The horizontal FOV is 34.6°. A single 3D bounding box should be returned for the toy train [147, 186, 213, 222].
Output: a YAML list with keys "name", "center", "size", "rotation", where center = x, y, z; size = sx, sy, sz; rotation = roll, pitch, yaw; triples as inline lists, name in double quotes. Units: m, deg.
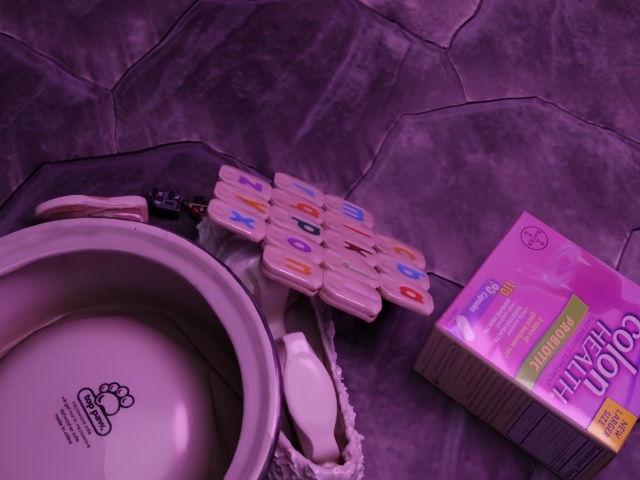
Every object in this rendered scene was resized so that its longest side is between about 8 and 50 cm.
- name: "toy train"
  center: [-0.140, -0.035, 1.294]
  size: [0.158, 0.027, 0.036]
  rotation: [11, 59, -4]

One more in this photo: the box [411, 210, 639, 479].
- name: "box"
  center: [0.273, 0.125, 1.216]
  size: [0.243, 0.117, 0.213]
  rotation: [36, 58, 12]

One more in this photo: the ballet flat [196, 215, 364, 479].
- name: "ballet flat"
  center: [-0.037, 0.107, 1.146]
  size: [0.147, 0.147, 0.408]
  rotation: [-12, 63, -18]

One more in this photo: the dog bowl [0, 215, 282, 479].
- name: "dog bowl"
  center: [-0.234, 0.187, 1.014]
  size: [0.408, 0.150, 0.407]
  rotation: [-2, 60, 4]

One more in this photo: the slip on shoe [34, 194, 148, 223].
- name: "slip on shoe"
  center: [-0.278, -0.027, 1.252]
  size: [0.135, 0.051, 0.041]
  rotation: [-2, 69, -19]

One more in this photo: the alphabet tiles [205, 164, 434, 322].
- name: "alphabet tiles"
  center: [0.000, 0.000, 1.202]
  size: [0.278, 0.021, 0.284]
  rotation: [23, 22, -9]
